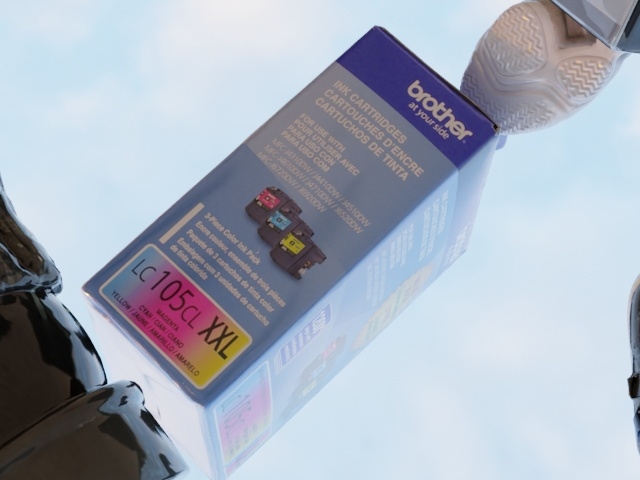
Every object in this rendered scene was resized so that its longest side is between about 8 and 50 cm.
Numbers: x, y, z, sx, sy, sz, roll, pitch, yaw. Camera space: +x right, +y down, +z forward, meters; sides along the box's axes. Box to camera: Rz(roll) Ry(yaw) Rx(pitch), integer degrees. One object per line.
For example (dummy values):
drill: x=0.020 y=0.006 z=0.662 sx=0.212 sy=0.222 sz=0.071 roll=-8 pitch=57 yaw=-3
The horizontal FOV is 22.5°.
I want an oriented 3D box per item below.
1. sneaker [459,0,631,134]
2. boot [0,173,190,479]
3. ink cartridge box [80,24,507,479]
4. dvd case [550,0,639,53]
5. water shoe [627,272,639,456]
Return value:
sneaker: x=0.238 y=-0.189 z=1.327 sx=0.101 sy=0.268 sz=0.153 roll=51 pitch=-149 yaw=5
boot: x=-0.242 y=0.051 z=0.508 sx=0.348 sy=0.131 sz=0.260 roll=-32 pitch=-97 yaw=-18
ink cartridge box: x=0.000 y=0.000 z=1.374 sx=0.151 sy=0.270 sz=0.395 roll=42 pitch=-106 yaw=14
dvd case: x=0.113 y=-0.212 z=0.581 sx=0.029 sy=0.239 sz=0.179 roll=4 pitch=-149 yaw=-34
water shoe: x=0.166 y=0.100 z=0.665 sx=0.073 sy=0.080 sz=0.203 roll=-20 pitch=-106 yaw=29
